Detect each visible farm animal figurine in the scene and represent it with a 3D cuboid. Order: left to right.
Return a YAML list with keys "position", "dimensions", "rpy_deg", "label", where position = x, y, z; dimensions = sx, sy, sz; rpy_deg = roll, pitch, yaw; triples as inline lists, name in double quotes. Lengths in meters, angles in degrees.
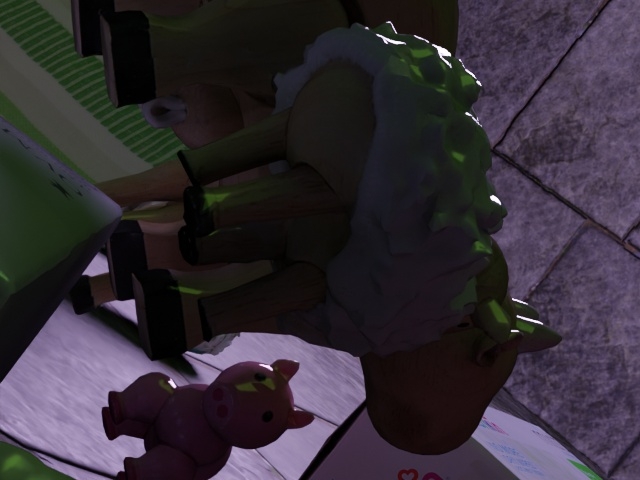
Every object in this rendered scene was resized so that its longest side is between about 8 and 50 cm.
- position: [0.000, 0.000, 0.659]
  dimensions: [0.330, 0.172, 0.326]
  rpy_deg: [-119, -157, -49]
  label: "farm animal figurine"

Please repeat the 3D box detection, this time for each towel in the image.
- position: [-0.151, -0.135, 1.130]
  dimensions: [0.248, 0.325, 0.038]
  rpy_deg: [41, -31, 27]
  label: "towel"

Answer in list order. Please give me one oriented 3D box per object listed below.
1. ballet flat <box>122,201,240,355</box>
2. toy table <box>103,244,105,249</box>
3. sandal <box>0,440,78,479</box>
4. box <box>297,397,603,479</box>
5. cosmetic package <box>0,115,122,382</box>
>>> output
- position: [-0.113, -0.034, 1.150]
  dimensions: [0.077, 0.091, 0.241]
  rpy_deg: [-10, 80, -59]
  label: "ballet flat"
- position: [-0.211, -0.119, 1.331]
  dimensions: [0.252, 0.161, 0.274]
  rpy_deg: [38, 4, 6]
  label: "toy table"
- position: [0.032, 0.173, 0.240]
  dimensions: [0.416, 0.169, 0.102]
  rpy_deg: [41, -19, 34]
  label: "sandal"
- position: [0.123, 0.200, 0.852]
  dimensions: [0.231, 0.127, 0.262]
  rpy_deg: [41, 6, 26]
  label: "box"
- position: [-0.191, -0.016, 0.450]
  dimensions: [0.224, 0.138, 0.224]
  rpy_deg: [37, 5, -4]
  label: "cosmetic package"
